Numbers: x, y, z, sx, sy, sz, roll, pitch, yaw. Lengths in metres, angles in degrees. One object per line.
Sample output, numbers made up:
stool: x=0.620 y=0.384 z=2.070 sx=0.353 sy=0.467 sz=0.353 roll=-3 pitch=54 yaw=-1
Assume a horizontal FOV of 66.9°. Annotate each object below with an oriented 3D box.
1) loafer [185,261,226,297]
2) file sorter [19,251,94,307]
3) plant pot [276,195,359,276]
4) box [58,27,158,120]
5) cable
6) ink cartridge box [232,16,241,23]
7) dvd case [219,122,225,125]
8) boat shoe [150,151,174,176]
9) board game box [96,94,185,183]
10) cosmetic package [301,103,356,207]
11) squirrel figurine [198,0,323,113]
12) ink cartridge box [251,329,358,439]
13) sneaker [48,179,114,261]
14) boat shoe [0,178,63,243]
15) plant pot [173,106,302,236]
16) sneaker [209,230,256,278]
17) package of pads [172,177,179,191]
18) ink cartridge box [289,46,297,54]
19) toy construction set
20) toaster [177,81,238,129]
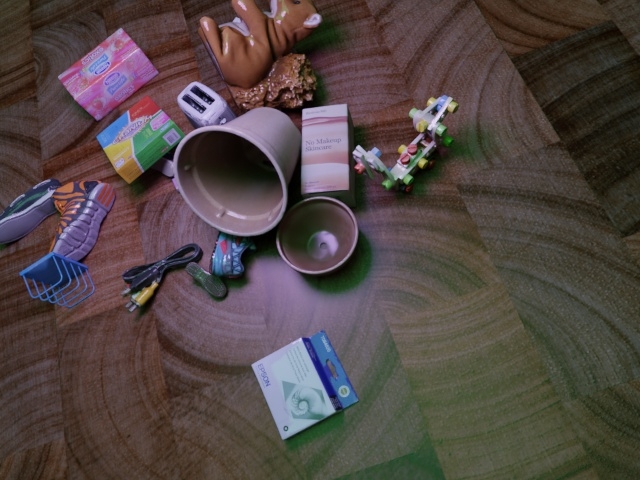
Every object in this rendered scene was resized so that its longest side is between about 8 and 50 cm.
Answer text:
loafer: x=-0.343 y=0.119 z=1.477 sx=0.148 sy=0.050 sz=0.056 roll=41 pitch=85 yaw=7
file sorter: x=-0.811 y=0.130 z=1.510 sx=0.118 sy=0.170 sz=0.104 roll=-33 pitch=70 yaw=-1
plant pot: x=0.000 y=0.000 z=1.412 sx=0.237 sy=0.110 sz=0.237 roll=-5 pitch=68 yaw=12
box: x=-0.784 y=-0.614 z=1.801 sx=0.300 sy=0.142 sz=0.154 roll=-40 pitch=67 yaw=-4
cable: x=-0.507 y=0.098 z=1.532 sx=0.287 sy=0.072 sz=0.139 roll=-36 pitch=49 yaw=-16
ink cartridge box: x=-0.295 y=-0.725 z=1.757 sx=0.061 sy=0.104 sz=0.181 roll=28 pitch=77 yaw=20
dvd case: x=-0.355 y=-0.238 z=1.546 sx=0.029 sy=0.179 sz=0.239 roll=27 pitch=77 yaw=0
boat shoe: x=-0.544 y=-0.281 z=1.678 sx=0.206 sy=0.065 sz=0.075 roll=34 pitch=124 yaw=29
board game box: x=-0.618 y=-0.353 z=1.650 sx=0.242 sy=0.064 sz=0.316 roll=-42 pitch=46 yaw=-5
cosmetic package: x=0.025 y=-0.255 z=1.494 sx=0.153 sy=0.129 sz=0.296 roll=-6 pitch=68 yaw=11
squirrel figurine: x=-0.156 y=-0.618 z=1.586 sx=0.370 sy=0.281 sz=0.397 roll=-27 pitch=105 yaw=-6
ink cartridge box: x=-0.045 y=0.384 z=1.310 sx=0.224 sy=0.045 sz=0.223 roll=-29 pitch=66 yaw=0
sneaker: x=-0.839 y=-0.065 z=1.629 sx=0.180 sy=0.124 sz=0.321 roll=11 pitch=61 yaw=20
boat shoe: x=-1.023 y=-0.101 z=1.681 sx=0.302 sy=0.114 sz=0.091 roll=-35 pitch=66 yaw=-15
plant pot: x=-0.203 y=-0.232 z=1.418 sx=0.333 sy=0.334 sz=0.305 roll=8 pitch=37 yaw=15
sneaker: x=-0.254 y=0.000 z=1.492 sx=0.125 sy=0.104 sz=0.262 roll=18 pitch=64 yaw=-11
package of pads: x=-0.452 y=-0.204 z=1.632 sx=0.083 sy=0.032 sz=0.050 roll=-31 pitch=65 yaw=0
ink cartridge box: x=-0.142 y=-0.645 z=1.722 sx=0.122 sy=0.052 sz=0.088 roll=-19 pitch=66 yaw=3
toy construction set: x=0.253 y=-0.262 z=1.399 sx=0.327 sy=0.215 sz=0.151 roll=-33 pitch=66 yaw=-1
toaster: x=-0.384 y=-0.436 z=1.644 sx=0.227 sy=0.146 sz=0.129 roll=40 pitch=81 yaw=23
